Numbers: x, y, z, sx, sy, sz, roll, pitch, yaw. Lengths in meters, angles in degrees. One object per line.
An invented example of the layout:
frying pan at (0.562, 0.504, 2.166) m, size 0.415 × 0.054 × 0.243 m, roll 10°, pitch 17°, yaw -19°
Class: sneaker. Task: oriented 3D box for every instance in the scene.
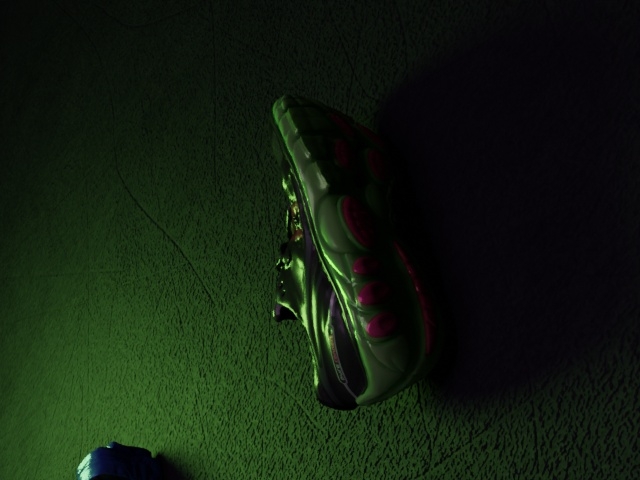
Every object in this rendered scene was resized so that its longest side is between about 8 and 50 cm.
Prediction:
sneaker at (0.000, 0.000, 1.582) m, size 0.202 × 0.185 × 0.483 m, roll -45°, pitch 40°, yaw 32°

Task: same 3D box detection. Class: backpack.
backpack at (-0.324, 0.373, 1.983) m, size 0.098 × 0.120 × 0.101 m, roll -56°, pitch 36°, yaw 28°
